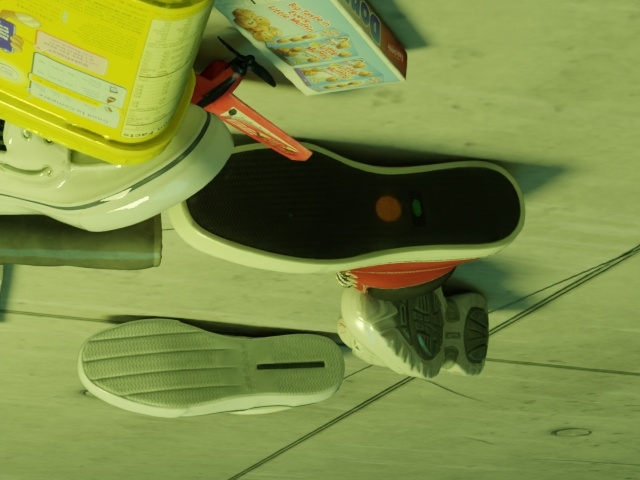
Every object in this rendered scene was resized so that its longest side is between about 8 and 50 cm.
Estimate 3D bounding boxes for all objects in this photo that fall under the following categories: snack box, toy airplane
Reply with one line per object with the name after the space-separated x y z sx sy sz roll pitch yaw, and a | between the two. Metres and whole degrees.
-0.013 -0.123 0.810 0.064 0.022 0.178 -7 160 22 | snack box
-0.078 -0.081 0.917 0.151 0.028 0.151 11 151 6 | toy airplane

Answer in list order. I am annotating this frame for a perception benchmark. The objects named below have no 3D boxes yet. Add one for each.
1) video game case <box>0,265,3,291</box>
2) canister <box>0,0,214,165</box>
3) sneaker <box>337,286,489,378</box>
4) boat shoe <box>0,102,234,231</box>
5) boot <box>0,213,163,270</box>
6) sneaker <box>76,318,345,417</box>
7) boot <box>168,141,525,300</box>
-0.393 0.047 1.317 0.227 0.026 0.206 5 161 -13 | video game case
-0.113 -0.113 0.735 0.126 0.073 0.170 23 156 -5 | canister
0.057 0.075 1.282 0.115 0.090 0.232 -1 167 26 | sneaker
-0.152 -0.056 0.883 0.226 0.083 0.076 -5 134 40 | boat shoe
-0.208 0.002 1.000 0.208 0.190 0.076 11 121 -9 | boot
-0.108 0.133 1.458 0.258 0.094 0.091 6 156 -18 | sneaker
0.000 0.000 1.082 0.244 0.088 0.176 3 163 -18 | boot
